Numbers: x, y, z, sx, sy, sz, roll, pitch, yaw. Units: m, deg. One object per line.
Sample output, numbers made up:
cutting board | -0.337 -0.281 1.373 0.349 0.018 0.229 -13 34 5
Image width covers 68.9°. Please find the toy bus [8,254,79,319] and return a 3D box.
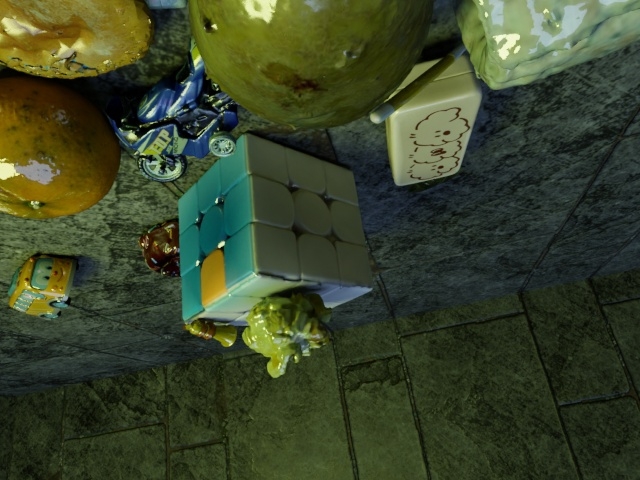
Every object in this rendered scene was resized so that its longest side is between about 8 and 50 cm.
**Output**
toy bus | -0.729 0.119 1.223 0.136 0.126 0.209 20 144 -35

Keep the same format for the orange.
orange | -0.424 -0.128 0.703 0.240 0.171 0.240 -8 155 -4

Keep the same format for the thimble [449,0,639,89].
thimble | 0.203 -0.292 0.426 0.195 0.292 0.291 -21 154 22

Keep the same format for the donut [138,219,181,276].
donut | -0.345 0.029 1.206 0.235 0.089 0.235 -9 158 -4

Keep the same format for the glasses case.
glasses case | 0.192 -0.197 0.844 0.143 0.076 0.336 -11 166 8

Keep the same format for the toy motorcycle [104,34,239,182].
toy motorcycle | -0.210 -0.201 0.707 0.315 0.113 0.168 -35 138 28

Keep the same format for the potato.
potato | -0.019 -0.244 0.477 0.269 0.219 0.359 -10 -179 9

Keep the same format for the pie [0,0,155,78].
pie | -0.328 -0.270 0.525 0.273 0.069 0.273 5 160 2

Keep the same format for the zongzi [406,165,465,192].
zongzi | 0.268 -0.149 1.095 0.113 0.052 0.104 -10 168 -33

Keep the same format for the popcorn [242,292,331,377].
popcorn | -0.065 0.154 0.832 0.141 0.162 0.135 31 175 -26

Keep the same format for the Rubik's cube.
Rubik's cube | -0.104 0.003 0.978 0.291 0.292 0.290 11 149 -40

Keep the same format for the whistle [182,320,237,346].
whistle | -0.224 0.175 0.926 0.109 0.057 0.046 30 92 -45

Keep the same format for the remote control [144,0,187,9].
remote control | -0.228 -0.305 0.568 0.124 0.018 0.053 -7 155 -6

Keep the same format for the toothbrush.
toothbrush | 0.168 -0.243 0.655 0.288 0.021 0.024 -42 149 -20
